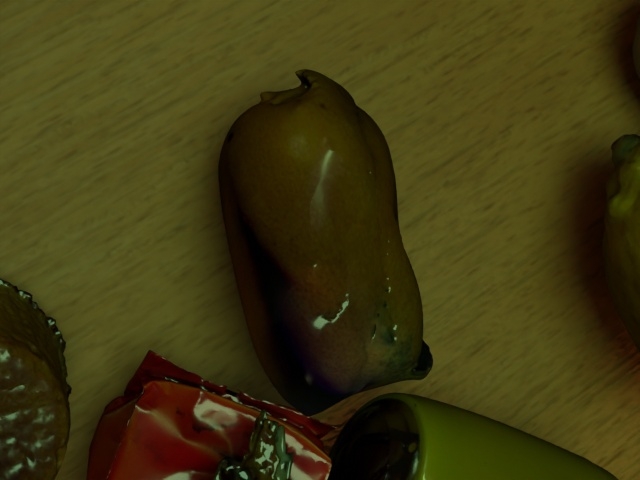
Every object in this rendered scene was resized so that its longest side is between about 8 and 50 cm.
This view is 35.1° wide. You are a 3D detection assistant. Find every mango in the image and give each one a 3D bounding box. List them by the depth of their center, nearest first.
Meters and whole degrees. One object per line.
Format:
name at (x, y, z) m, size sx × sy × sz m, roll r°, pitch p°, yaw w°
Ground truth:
mango at (0.000, 0.000, 0.869) m, size 0.152 × 0.201 × 0.287 m, roll -13°, pitch 80°, yaw 2°

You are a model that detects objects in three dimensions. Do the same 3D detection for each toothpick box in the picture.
toothpick box at (0.133, 0.239, 0.881) m, size 0.271 × 0.175 × 0.175 m, roll 29°, pitch 79°, yaw -27°

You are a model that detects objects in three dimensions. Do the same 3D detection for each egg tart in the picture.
egg tart at (-0.285, 0.134, 0.782) m, size 0.215 × 0.171 × 0.215 m, roll -5°, pitch 101°, yaw -29°

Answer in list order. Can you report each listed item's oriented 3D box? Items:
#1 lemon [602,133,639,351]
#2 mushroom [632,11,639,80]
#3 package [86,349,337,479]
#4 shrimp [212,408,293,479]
lemon at (0.417, 0.035, 0.960) m, size 0.285 × 0.285 × 0.316 m, roll -9°, pitch 74°, yaw -18°
mushroom at (0.425, -0.220, 1.026) m, size 0.207 × 0.207 × 0.215 m, roll 30°, pitch 46°, yaw -14°
package at (-0.141, 0.317, 0.842) m, size 0.195 × 0.123 × 0.424 m, roll 21°, pitch 82°, yaw -13°
shrimp at (-0.037, 0.278, 0.788) m, size 0.154 × 0.062 × 0.295 m, roll -2°, pitch 93°, yaw -34°
